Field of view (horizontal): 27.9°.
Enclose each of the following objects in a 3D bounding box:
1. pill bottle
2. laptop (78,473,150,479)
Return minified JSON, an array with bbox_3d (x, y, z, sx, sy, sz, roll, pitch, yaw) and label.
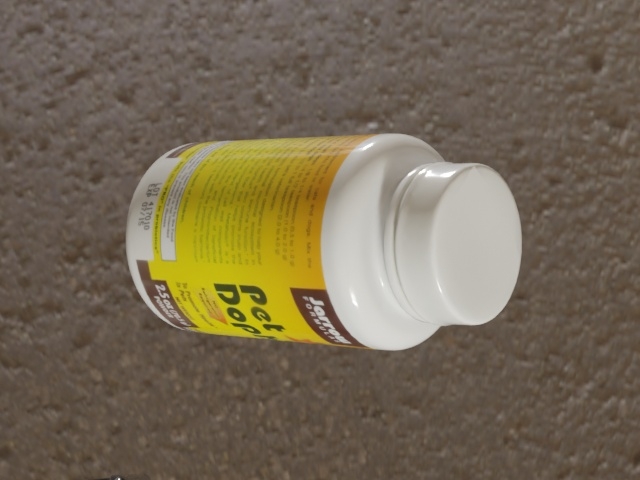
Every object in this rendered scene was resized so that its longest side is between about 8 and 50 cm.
[{"bbox_3d":[0.000,0.000,0.724,0.215,0.117,0.117,1,50,40],"label":"pill bottle"},{"bbox_3d":[-0.239,0.387,1.019,0.236,0.408,0.382,-5,80,-5],"label":"laptop"}]
